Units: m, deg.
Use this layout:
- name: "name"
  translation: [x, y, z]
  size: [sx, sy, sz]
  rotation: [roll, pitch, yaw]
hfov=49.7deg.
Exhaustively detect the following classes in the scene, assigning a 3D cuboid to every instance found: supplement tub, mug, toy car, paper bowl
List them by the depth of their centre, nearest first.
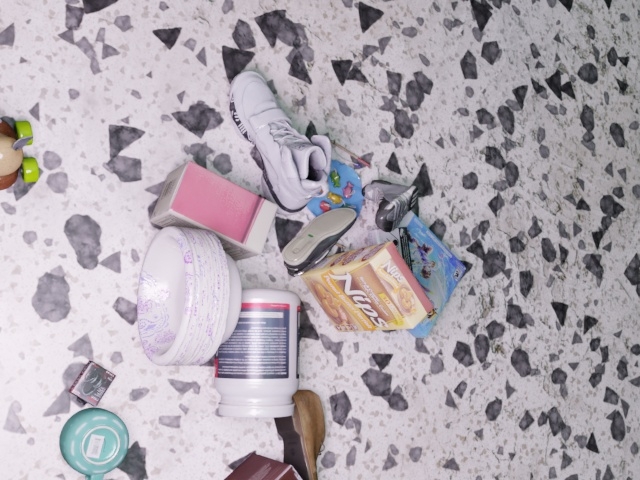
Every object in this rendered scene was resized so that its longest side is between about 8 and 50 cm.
- name: "toy car"
  translation: [-0.623, -0.181, 1.331]
  size: [0.155, 0.188, 0.149]
  rotation: [-9, 88, -31]
- name: "mug"
  translation: [-0.448, 0.419, 1.400]
  size: [0.129, 0.097, 0.158]
  rotation: [-34, 100, -29]
- name: "paper bowl"
  translation: [-0.266, 0.117, 1.439]
  size: [0.148, 0.284, 0.285]
  rotation: [7, 80, -33]
- name: "supplement tub"
  translation: [-0.140, 0.248, 1.546]
  size: [0.191, 0.191, 0.273]
  rotation: [6, 80, -29]

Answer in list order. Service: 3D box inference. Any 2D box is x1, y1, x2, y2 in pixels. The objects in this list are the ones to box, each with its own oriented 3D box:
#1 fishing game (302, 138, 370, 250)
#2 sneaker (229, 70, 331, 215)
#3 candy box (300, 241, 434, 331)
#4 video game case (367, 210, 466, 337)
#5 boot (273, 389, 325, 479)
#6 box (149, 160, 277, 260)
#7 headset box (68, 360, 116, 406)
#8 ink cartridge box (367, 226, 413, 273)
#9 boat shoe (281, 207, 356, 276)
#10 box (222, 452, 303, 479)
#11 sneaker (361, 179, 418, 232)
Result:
- name: "fishing game"
  translation: [0.041, -0.124, 1.790]
  size: [0.189, 0.041, 0.264]
  rotation: [30, 69, -26]
- name: "sneaker"
  translation: [-0.086, -0.247, 1.634]
  size: [0.137, 0.210, 0.366]
  rotation: [-23, 95, -30]
- name: "candy box"
  translation: [0.100, 0.117, 1.630]
  size: [0.087, 0.316, 0.183]
  rotation: [-40, 102, -28]
- name: "video game case"
  translation: [0.242, 0.084, 1.864]
  size: [0.269, 0.061, 0.244]
  rotation: [43, 66, -18]
- name: "boot"
  translation: [-0.026, 0.504, 1.632]
  size: [0.115, 0.112, 0.306]
  rotation: [-4, 83, -41]
- name: "box"
  translation: [-0.240, -0.062, 1.557]
  size: [0.232, 0.148, 0.127]
  rotation: [27, 70, -25]
- name: "headset box"
  translation: [-0.476, 0.301, 1.438]
  size: [0.062, 0.032, 0.083]
  rotation: [39, 65, -20]
- name: "ink cartridge box"
  translation: [0.185, 0.072, 1.770]
  size: [0.097, 0.046, 0.207]
  rotation: [-5, 85, -27]
- name: "boat shoe"
  translation: [0.000, 0.000, 1.724]
  size: [0.233, 0.084, 0.079]
  rotation: [-40, 140, -23]
- name: "box"
  translation: [-0.122, 0.591, 1.502]
  size: [0.167, 0.203, 0.169]
  rotation: [-38, 102, -28]
- name: "sneaker"
  translation: [0.153, -0.096, 1.776]
  size: [0.228, 0.132, 0.086]
  rotation: [-37, 142, -56]
